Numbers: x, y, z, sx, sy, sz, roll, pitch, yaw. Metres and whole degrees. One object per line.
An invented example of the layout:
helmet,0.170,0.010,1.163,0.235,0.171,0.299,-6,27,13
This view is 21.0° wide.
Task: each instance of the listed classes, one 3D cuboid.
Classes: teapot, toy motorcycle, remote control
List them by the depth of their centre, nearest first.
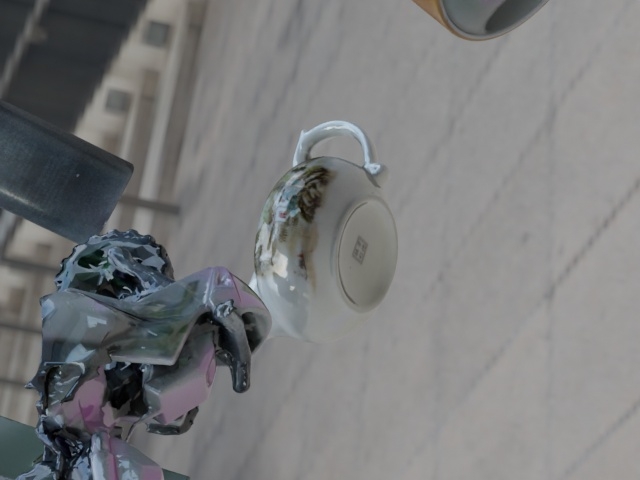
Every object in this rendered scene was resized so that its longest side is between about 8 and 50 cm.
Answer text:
toy motorcycle,-0.141,0.125,1.383,0.143,0.188,0.327,87,-173,-51
remote control,-0.378,-0.114,1.730,0.107,0.377,0.044,-60,16,15
teapot,0.000,0.000,1.910,0.204,0.139,0.298,50,-126,-45

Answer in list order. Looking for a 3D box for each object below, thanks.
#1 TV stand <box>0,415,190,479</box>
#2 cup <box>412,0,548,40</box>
TV stand,-0.255,0.240,1.639,0.083,0.269,0.088,-45,-39,-51
cup,0.073,-0.290,1.257,0.264,0.182,0.226,36,147,31
